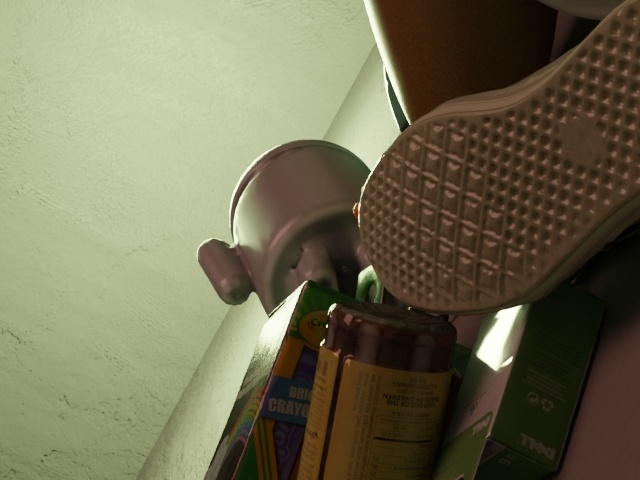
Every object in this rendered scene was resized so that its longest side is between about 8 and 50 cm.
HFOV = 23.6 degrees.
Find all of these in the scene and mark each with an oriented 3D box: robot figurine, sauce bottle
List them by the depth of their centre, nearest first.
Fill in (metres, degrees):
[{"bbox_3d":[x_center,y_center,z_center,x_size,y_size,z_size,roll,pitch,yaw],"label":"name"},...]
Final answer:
[{"bbox_3d":[0.028,0.223,1.234,0.111,0.111,0.344,-118,39,-80],"label":"sauce bottle"},{"bbox_3d":[0.000,0.000,1.880,0.353,0.300,0.199,-118,17,-61],"label":"robot figurine"}]

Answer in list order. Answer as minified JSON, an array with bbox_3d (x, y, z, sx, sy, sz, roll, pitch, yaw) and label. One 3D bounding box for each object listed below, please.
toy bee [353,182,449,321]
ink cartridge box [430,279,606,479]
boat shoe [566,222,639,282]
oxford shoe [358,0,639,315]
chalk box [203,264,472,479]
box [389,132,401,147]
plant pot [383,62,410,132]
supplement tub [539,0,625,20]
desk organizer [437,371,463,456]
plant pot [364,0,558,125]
[{"bbox_3d":[0.119,-0.013,1.500,0.298,0.162,0.195,-56,12,38],"label":"toy bee"},{"bbox_3d":[0.145,0.137,1.181,0.109,0.062,0.209,-50,15,58],"label":"ink cartridge box"},{"bbox_3d":[0.213,-0.012,1.235,0.183,0.065,0.083,-57,11,28],"label":"boat shoe"},{"bbox_3d":[0.188,-0.063,1.134,0.130,0.169,0.449,-19,-10,-41],"label":"oxford shoe"},{"bbox_3d":[0.020,0.158,1.438,0.180,0.179,0.289,136,157,-70],"label":"chalk box"},{"bbox_3d":[0.095,-0.065,2.157,0.324,0.063,0.067,-56,9,40],"label":"box"},{"bbox_3d":[0.173,-0.226,1.877,0.165,0.165,0.234,127,160,-48],"label":"plant pot"},{"bbox_3d":[0.299,-0.401,1.479,0.338,0.207,0.207,-65,8,-13],"label":"supplement tub"},{"bbox_3d":[0.105,0.185,1.321,0.130,0.050,0.047,-65,8,-17],"label":"desk organizer"},{"bbox_3d":[0.158,-0.225,1.664,0.237,0.237,0.254,-134,39,-82],"label":"plant pot"}]
